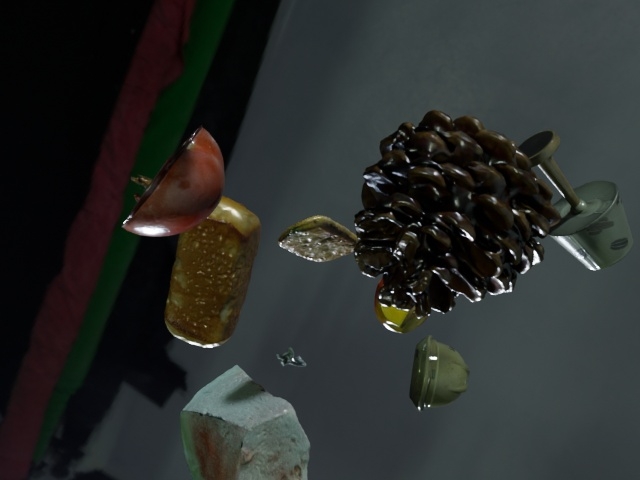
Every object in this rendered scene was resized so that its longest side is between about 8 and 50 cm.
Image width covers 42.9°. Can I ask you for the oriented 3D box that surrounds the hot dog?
[{"bbox_3d":[-0.265,0.057,2.066,0.223,0.185,0.406,-66,-8,-65],"label":"hot dog"}]

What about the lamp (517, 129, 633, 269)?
[{"bbox_3d":[0.368,-0.061,1.187,0.121,0.215,0.121,-37,18,14],"label":"lamp"}]

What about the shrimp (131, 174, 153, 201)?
[{"bbox_3d":[-0.518,-0.147,2.421,0.095,0.045,0.162,-33,-33,21],"label":"shrimp"}]

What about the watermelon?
[{"bbox_3d":[-0.136,0.424,1.715,0.228,0.388,0.258,4,-34,-41],"label":"watermelon"}]

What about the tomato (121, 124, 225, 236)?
[{"bbox_3d":[-0.231,-0.075,1.362,0.199,0.112,0.228,-44,11,37],"label":"tomato"}]

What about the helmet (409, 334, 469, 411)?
[{"bbox_3d":[0.328,0.363,2.189,0.257,0.137,0.204,102,177,-85],"label":"helmet"}]

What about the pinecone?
[{"bbox_3d":[0.151,-0.035,0.986,0.257,0.243,0.244,-22,-35,-33],"label":"pinecone"}]

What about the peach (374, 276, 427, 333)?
[{"bbox_3d":[0.182,0.141,1.907,0.151,0.118,0.151,-16,-62,-33],"label":"peach"}]

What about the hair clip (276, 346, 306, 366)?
[{"bbox_3d":[-0.058,0.265,1.840,0.039,0.030,0.115,-37,-22,8],"label":"hair clip"}]

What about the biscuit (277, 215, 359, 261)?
[{"bbox_3d":[0.000,0.000,1.663,0.247,0.118,0.029,30,-139,-63],"label":"biscuit"}]
